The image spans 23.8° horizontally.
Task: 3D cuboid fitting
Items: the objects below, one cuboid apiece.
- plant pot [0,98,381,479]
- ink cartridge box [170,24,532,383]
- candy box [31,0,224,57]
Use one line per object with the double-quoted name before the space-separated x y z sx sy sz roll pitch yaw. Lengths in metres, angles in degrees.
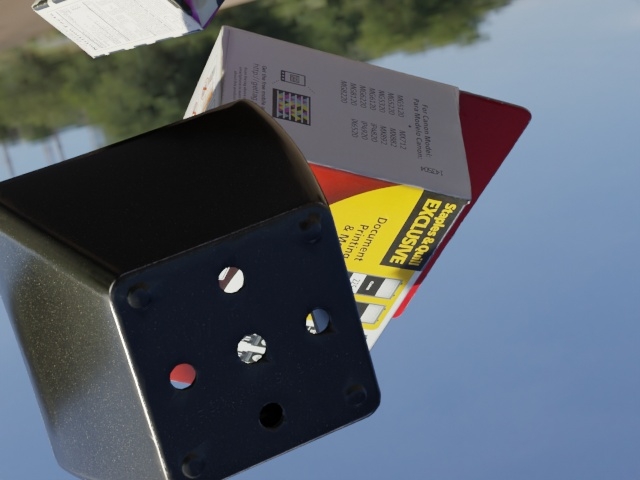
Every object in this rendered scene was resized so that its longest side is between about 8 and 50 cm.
"plant pot" -0.069 0.042 0.861 0.188 0.187 0.167 -21 -163 -18
"ink cartridge box" 0.000 0.000 1.264 0.272 0.130 0.309 12 139 -15
"candy box" -0.114 -0.226 1.142 0.159 0.071 0.233 -57 -156 -14
